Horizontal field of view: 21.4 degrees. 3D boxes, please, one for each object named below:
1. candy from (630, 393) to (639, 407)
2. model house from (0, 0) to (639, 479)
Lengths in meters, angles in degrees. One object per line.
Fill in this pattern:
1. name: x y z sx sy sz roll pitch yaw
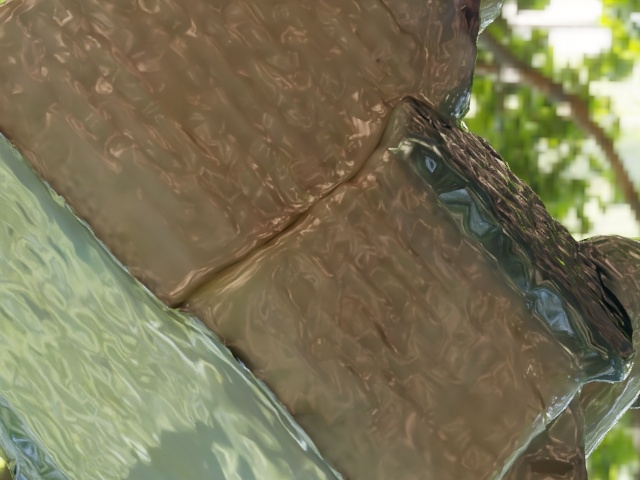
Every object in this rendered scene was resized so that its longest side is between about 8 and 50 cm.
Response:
1. candy: 0.083 0.082 0.830 0.182 0.053 0.046 -17 -163 5
2. model house: 0.000 -0.001 0.723 0.284 0.298 0.243 -42 -178 -29
